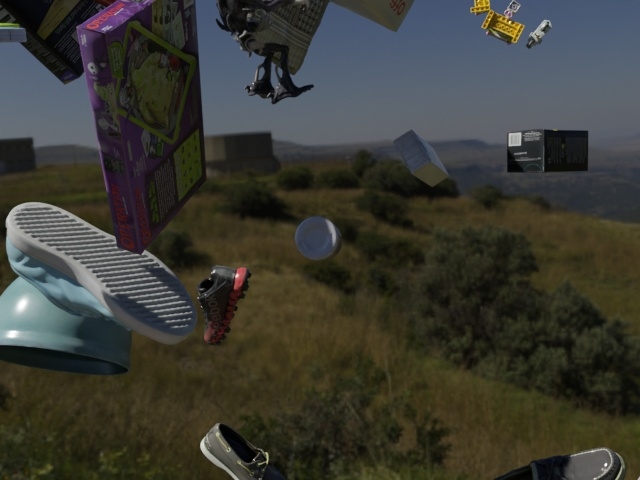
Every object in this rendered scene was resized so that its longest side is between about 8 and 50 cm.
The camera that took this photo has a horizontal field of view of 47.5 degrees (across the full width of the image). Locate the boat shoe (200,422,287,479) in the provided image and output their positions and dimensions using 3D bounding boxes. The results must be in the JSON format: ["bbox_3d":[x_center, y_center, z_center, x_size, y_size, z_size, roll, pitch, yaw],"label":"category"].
[{"bbox_3d":[-0.204,0.646,2.108,0.305,0.091,0.109,36,23,2],"label":"boat shoe"}]

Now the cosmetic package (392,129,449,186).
[{"bbox_3d":[0.260,-0.206,1.848,0.060,0.099,0.239,-30,-13,16],"label":"cosmetic package"}]

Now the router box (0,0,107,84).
[{"bbox_3d":[-0.562,-0.546,1.629,0.081,0.243,0.309,-5,47,47],"label":"router box"}]

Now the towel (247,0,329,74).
[{"bbox_3d":[-0.055,-0.564,1.694,0.056,0.312,0.324,24,6,19],"label":"towel"}]

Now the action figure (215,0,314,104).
[{"bbox_3d":[-0.109,-0.398,1.335,0.141,0.276,0.164,-33,25,-29],"label":"action figure"}]

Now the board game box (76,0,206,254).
[{"bbox_3d":[-0.234,-0.173,1.018,0.056,0.347,0.208,14,42,11],"label":"board game box"}]

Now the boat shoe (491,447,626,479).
[{"bbox_3d":[0.328,0.356,1.059,0.223,0.073,0.080,-32,25,22],"label":"boat shoe"}]

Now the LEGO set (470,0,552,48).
[{"bbox_3d":[0.436,-0.583,1.813,0.132,0.287,0.107,-41,-4,11],"label":"LEGO set"}]

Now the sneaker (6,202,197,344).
[{"bbox_3d":[-0.379,0.080,1.256,0.366,0.150,0.135,34,42,7],"label":"sneaker"}]

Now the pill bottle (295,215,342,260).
[{"bbox_3d":[0.000,0.000,1.840,0.108,0.108,0.180,-4,-5,7],"label":"pill bottle"}]

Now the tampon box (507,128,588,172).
[{"bbox_3d":[0.552,-0.216,1.770,0.161,0.102,0.120,-4,5,-32],"label":"tampon box"}]

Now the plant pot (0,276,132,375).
[{"bbox_3d":[-0.514,0.148,1.462,0.293,0.196,0.293,4,-19,2],"label":"plant pot"}]

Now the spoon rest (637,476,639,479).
[{"bbox_3d":[0.598,0.554,1.352,0.084,0.276,0.137,-2,30,8],"label":"spoon rest"}]

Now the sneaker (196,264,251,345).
[{"bbox_3d":[-0.298,0.180,2.077,0.135,0.276,0.098,19,29,-9],"label":"sneaker"}]

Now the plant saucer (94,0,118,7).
[{"bbox_3d":[-0.364,-0.546,1.367,0.259,0.258,0.048,22,32,-15],"label":"plant saucer"}]

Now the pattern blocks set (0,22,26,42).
[{"bbox_3d":[-0.558,-0.282,0.994,0.285,0.026,0.325,-14,23,-37],"label":"pattern blocks set"}]

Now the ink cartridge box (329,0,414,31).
[{"bbox_3d":[0.111,-0.543,1.085,0.160,0.385,0.279,34,12,18],"label":"ink cartridge box"}]
